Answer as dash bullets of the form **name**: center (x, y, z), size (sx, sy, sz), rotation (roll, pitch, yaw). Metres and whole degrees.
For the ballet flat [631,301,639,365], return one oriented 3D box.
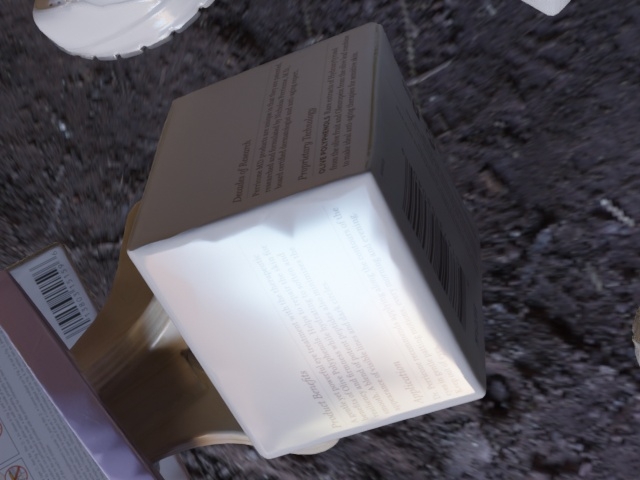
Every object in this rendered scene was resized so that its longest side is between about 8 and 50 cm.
- **ballet flat**: center (0.142, 0.033, 0.456), size (0.074, 0.203, 0.074), rotation (4, 99, 28)

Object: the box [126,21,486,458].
- **box**: center (0.000, 0.000, 0.482), size (0.087, 0.102, 0.101), rotation (-19, 122, 17)

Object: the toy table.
- **toy table**: center (-0.123, 0.094, 1.061), size (0.161, 0.252, 0.274), rotation (-36, 78, -9)

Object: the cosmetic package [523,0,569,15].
- **cosmetic package**: center (0.065, -0.213, 0.480), size (0.151, 0.183, 0.151), rotation (35, 73, 24)

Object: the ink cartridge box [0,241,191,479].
- **ink cartridge box**: center (-0.291, 0.176, 1.328), size (0.239, 0.060, 0.275), rotation (-29, 93, -20)

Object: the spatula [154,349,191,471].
- **spatula**: center (-0.154, 0.215, 1.232), size (0.084, 0.030, 0.296), rotation (0, 78, 7)

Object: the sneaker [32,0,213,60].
- **sneaker**: center (-0.084, -0.223, 0.832), size (0.129, 0.111, 0.297), rotation (33, 125, -33)
